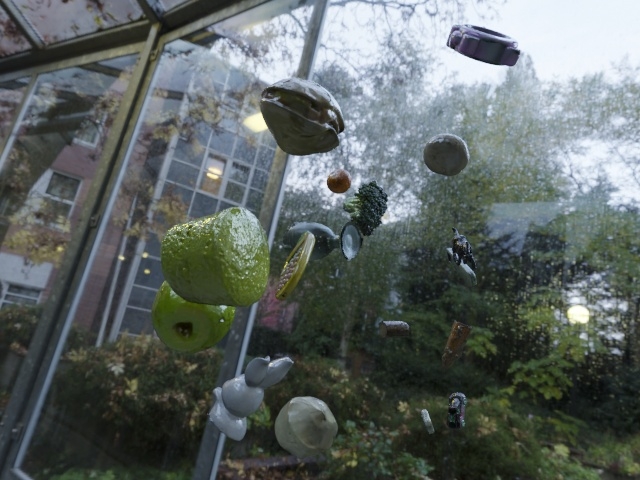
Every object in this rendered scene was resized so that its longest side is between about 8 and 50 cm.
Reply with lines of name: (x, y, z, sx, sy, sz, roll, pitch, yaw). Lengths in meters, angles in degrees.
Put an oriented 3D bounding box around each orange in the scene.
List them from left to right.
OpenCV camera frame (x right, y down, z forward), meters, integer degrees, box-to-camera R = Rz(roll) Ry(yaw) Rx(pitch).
orange: (0.098, -0.304, 2.227, 0.136, 0.135, 0.117, -2, -51, 40)

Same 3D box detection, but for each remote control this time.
remote control: (0.476, 0.806, 1.904, 0.032, 0.074, 0.122, -19, -49, 7)
remote control: (0.701, 0.129, 2.146, 0.038, 0.090, 0.309, -19, 26, 2)

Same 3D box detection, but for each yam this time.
yam: (0.342, 0.417, 2.007, 0.127, 0.084, 0.084, 4, -11, -25)

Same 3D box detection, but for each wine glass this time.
wine glass: (0.001, 0.005, 1.930, 0.357, 0.190, 0.191, 2, -18, 38)

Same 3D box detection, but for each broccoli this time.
broccoli: (0.299, -0.195, 2.654, 0.324, 0.333, 0.272, 23, -8, -27)

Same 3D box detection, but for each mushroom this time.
mushroom: (0.589, -0.400, 1.962, 0.206, 0.209, 0.206, 46, -20, 22)

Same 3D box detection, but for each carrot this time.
carrot: (0.671, 0.536, 2.160, 0.102, 0.262, 0.102, 26, -4, 2)

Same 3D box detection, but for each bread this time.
bread: (-0.361, 0.061, 1.487, 0.308, 0.347, 0.348, -3, -19, 17)

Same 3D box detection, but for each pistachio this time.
pistachio: (-0.076, -0.494, 1.737, 0.366, 0.281, 0.445, 23, 0, -5)

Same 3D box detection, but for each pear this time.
pear: (-0.565, 0.302, 1.937, 0.392, 0.390, 0.391, 10, -15, 3)

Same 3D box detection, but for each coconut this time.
coconut: (-0.044, 0.640, 1.481, 0.225, 0.224, 0.224, 10, -15, 3)

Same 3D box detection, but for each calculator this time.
calculator: (-0.063, 0.058, 1.097, 0.032, 0.234, 0.146, 32, -52, -11)

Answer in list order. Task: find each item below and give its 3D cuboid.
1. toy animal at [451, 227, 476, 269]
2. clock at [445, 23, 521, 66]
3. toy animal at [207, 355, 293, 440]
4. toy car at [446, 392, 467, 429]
toy animal: (0.652, 0.038, 1.945, 0.085, 0.232, 0.148, -6, -53, 5)
clock: (0.537, -0.638, 1.402, 0.228, 0.247, 0.090, 15, -56, 0)
toy animal: (-0.168, 0.341, 1.015, 0.104, 0.220, 0.131, 35, 0, -29)
toy car: (0.530, 0.667, 1.681, 0.055, 0.142, 0.069, 30, -29, -29)
